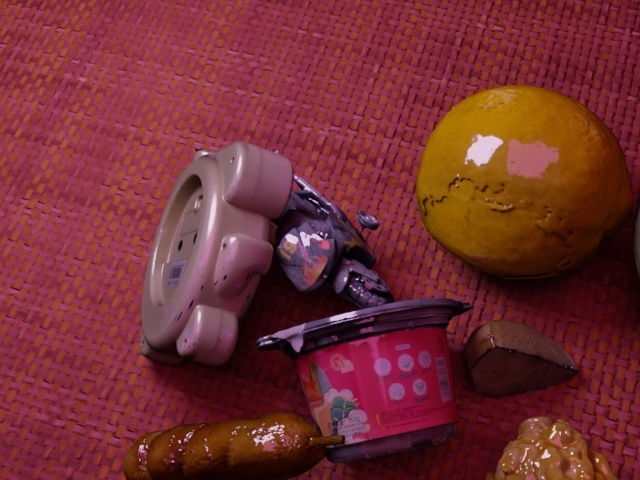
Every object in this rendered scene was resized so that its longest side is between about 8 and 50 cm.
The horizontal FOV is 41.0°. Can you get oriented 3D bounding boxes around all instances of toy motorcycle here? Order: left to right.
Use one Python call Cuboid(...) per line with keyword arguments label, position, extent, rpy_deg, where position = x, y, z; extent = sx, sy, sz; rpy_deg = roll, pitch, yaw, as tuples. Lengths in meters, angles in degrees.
Cuboid(label="toy motorcycle", position=(0.000, 0.000, 1.249), extent=(0.108, 0.173, 0.307), rpy_deg=(-59, 32, 18))

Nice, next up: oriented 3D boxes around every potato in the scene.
Cuboid(label="potato", position=(0.269, 0.163, 1.229), extent=(0.172, 0.100, 0.089), rpy_deg=(15, 37, -28))

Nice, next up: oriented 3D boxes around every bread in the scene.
Cuboid(label="bread", position=(-0.113, 0.276, 1.125), extent=(0.344, 0.124, 0.084), rpy_deg=(-17, 61, 29))

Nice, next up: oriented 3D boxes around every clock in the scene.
Cuboid(label="clock", position=(-0.164, 0.025, 1.238), extent=(0.114, 0.284, 0.309), rpy_deg=(19, 75, -28))

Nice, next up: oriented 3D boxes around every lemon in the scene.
Cuboid(label="lemon", position=(0.288, -0.083, 1.237), extent=(0.297, 0.297, 0.297), rpy_deg=(-2, 63, 5))

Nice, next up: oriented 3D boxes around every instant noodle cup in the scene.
Cuboid(label="instant noodle cup", position=(0.079, 0.194, 1.149), extent=(0.303, 0.258, 0.181), rpy_deg=(-11, 76, -3))

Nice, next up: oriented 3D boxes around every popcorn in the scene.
Cuboid(label="popcorn", position=(0.303, 0.323, 1.108), extent=(0.164, 0.140, 0.194), rpy_deg=(-11, 61, -6))

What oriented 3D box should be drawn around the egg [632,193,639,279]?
Cuboid(label="egg", position=(0.604, -0.027, 1.138), extent=(0.345, 0.345, 0.428), rpy_deg=(24, 57, 17))
